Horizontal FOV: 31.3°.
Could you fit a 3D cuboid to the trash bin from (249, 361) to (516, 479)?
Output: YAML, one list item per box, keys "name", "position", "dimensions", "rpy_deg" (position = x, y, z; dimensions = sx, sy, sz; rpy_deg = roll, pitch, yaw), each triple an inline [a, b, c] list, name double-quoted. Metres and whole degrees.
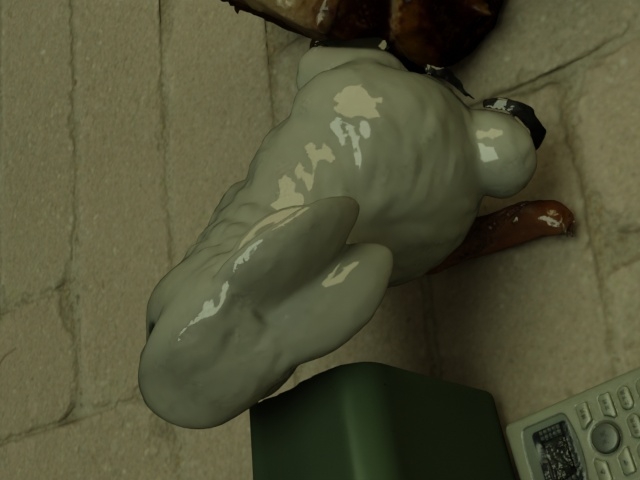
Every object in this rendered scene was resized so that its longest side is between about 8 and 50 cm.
- name: "trash bin"
  position: [0.063, 0.285, 0.864]
  dimensions: [0.158, 0.223, 0.344]
  rpy_deg: [-29, 59, 32]

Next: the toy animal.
- name: "toy animal"
  position: [0.000, 0.000, 0.901]
  dimensions: [0.257, 0.194, 0.357]
  rpy_deg: [-8, 34, 40]

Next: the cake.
- name: "cake"
  position: [0.031, -0.265, 1.067]
  dimensions: [0.293, 0.198, 0.196]
  rpy_deg: [36, 99, 40]

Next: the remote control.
- name: "remote control"
  position: [0.234, 0.150, 0.879]
  dimensions: [0.190, 0.029, 0.088]
  rpy_deg: [-30, 60, 31]

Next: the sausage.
- name: "sausage"
  position: [0.149, -0.005, 0.994]
  dimensions: [0.157, 0.036, 0.042]
  rpy_deg: [-16, 93, 37]
